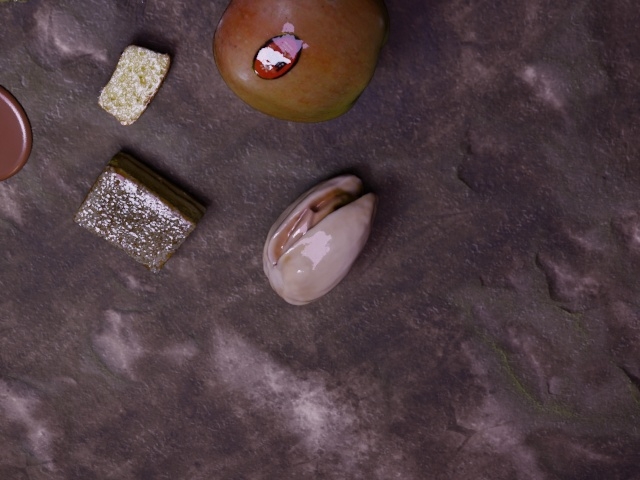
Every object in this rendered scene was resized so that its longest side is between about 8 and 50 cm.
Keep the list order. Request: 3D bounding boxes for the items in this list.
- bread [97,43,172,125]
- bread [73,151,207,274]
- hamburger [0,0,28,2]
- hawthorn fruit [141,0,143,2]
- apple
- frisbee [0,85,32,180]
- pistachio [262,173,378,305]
[{"bbox_3d":[-0.382,-0.331,1.825,0.103,0.065,0.187,30,117,-9],"label":"bread"},{"bbox_3d":[-0.395,-0.063,1.940,0.234,0.110,0.184,35,117,-11],"label":"bread"},{"bbox_3d":[-0.665,-0.553,1.699,0.215,0.122,0.189,16,119,-2],"label":"hamburger"},{"bbox_3d":[-0.318,-0.566,1.671,0.149,0.149,0.189,47,141,-18],"label":"hawthorn fruit"},{"bbox_3d":[-0.028,-0.371,1.628,0.305,0.338,0.338,33,115,-12],"label":"apple"},{"bbox_3d":[-0.753,-0.239,1.924,0.251,0.021,0.250,1,116,3],"label":"frisbee"},{"bbox_3d":[0.000,0.000,1.905,0.318,0.214,0.193,-46,63,15],"label":"pistachio"}]
